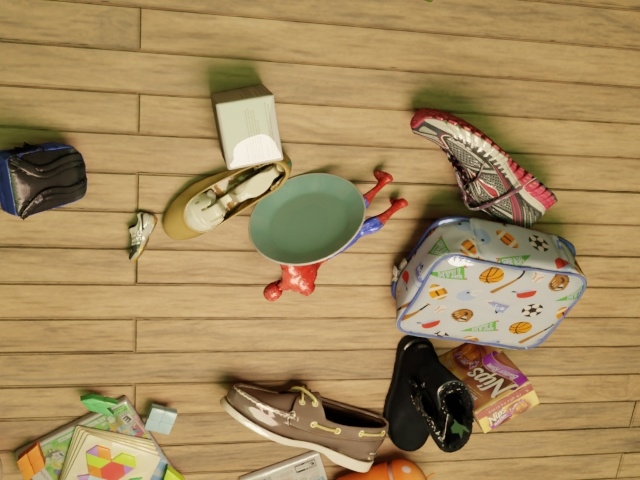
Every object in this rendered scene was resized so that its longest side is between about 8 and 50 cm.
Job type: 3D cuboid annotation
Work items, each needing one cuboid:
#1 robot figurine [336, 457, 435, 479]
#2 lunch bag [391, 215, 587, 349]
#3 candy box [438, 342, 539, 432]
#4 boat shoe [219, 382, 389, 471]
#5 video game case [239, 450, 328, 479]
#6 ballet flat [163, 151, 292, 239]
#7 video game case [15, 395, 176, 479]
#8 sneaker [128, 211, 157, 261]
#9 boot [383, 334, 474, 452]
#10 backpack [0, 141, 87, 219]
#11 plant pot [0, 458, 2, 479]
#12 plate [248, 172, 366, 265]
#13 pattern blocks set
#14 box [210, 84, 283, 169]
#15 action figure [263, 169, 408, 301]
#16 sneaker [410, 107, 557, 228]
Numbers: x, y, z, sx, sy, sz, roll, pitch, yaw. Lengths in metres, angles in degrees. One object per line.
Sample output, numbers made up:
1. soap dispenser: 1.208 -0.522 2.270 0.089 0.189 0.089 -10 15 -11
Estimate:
1. robot figurine: 0.110 0.479 1.389 0.219 0.128 0.158 -21 137 8
2. lunch bag: 0.272 0.082 1.279 0.303 0.115 0.243 11 135 -14
3. candy box: 0.291 0.247 1.328 0.109 0.187 0.053 -28 112 -1
4. boat shoe: -0.022 0.310 1.326 0.324 0.116 0.097 28 97 -24
5. video game case: -0.060 0.482 1.428 0.157 0.019 0.143 -18 113 -6
6. ballet flat: -0.148 -0.070 1.179 0.232 0.073 0.080 -34 112 1
7. video game case: -0.389 0.395 1.322 0.212 0.023 0.193 -27 113 -2
8. sneaker: -0.291 -0.007 1.197 0.036 0.032 0.083 25 98 -5
9. boot: 0.187 0.312 1.318 0.094 0.207 0.247 -1 110 -12
10. backpack: -0.411 -0.099 1.099 0.120 0.101 0.098 -20 121 -40
11. plant pot: -0.669 0.378 1.121 0.305 0.334 0.334 32 100 -32
12. plate: -0.020 -0.031 1.172 0.188 0.188 0.024 -22 138 -4
13. pattern blocks set: -0.378 0.415 1.304 0.285 0.026 0.325 8 108 -15
14. box: -0.112 -0.172 1.134 0.087 0.102 0.101 -12 112 -10
15. action figure: 0.000 0.000 1.238 0.280 0.139 0.091 -42 112 -20
16. sneaker: 0.259 -0.108 1.229 0.299 0.121 0.112 35 102 -22
